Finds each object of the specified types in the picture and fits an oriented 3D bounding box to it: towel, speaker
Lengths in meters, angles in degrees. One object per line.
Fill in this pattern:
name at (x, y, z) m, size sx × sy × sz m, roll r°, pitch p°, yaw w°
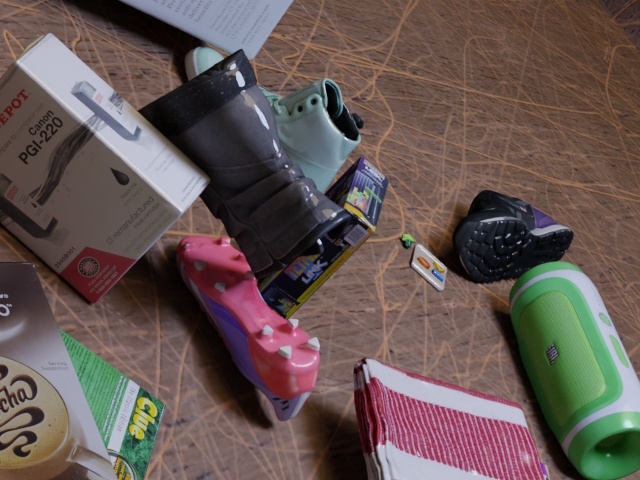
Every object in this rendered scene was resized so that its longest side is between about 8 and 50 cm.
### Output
towel at (0.154, 0.276, 1.763) m, size 0.237 × 0.037 × 0.329 m, roll 19°, pitch 41°, yaw -28°
speaker at (0.342, 0.168, 2.247) m, size 0.131 × 0.131 × 0.296 m, roll 26°, pitch 32°, yaw -36°

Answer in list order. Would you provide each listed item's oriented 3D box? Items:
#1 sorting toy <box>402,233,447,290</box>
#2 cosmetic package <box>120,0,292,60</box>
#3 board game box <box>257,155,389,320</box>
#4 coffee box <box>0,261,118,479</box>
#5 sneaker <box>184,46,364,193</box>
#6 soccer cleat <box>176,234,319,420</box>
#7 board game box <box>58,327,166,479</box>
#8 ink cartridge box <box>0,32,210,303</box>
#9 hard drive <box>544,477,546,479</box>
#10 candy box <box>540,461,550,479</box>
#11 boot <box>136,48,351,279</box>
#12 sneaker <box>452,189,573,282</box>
sorting toy at (0.138, 0.026, 2.277) m, size 0.083 × 0.012 × 0.062 m, roll 42°, pitch 26°, yaw -10°
cosmetic package at (-0.252, -0.411, 2.107) m, size 0.453 × 0.161 × 0.230 m, roll 22°, pitch 21°, yaw -40°
board game box at (0.000, 0.000, 1.927) m, size 0.048 × 0.170 × 0.141 m, roll 39°, pitch 26°, yaw -12°
coffee box at (-0.269, 0.163, 1.308) m, size 0.168 × 0.119 × 0.297 m, roll 0°, pitch 50°, yaw -37°
sneaker at (-0.051, -0.178, 2.129) m, size 0.256 × 0.151 × 0.094 m, roll 51°, pitch 28°, yaw 12°
soccer cleat at (-0.086, 0.086, 1.800) m, size 0.083 × 0.095 × 0.248 m, roll -10°, pitch 40°, yaw -36°
board game box at (-0.216, 0.189, 1.494) m, size 0.136 × 0.030 × 0.259 m, roll 37°, pitch 27°, yaw -14°
ink cartridge box at (-0.245, -0.070, 1.673) m, size 0.218 × 0.158 × 0.092 m, roll 43°, pitch 29°, yaw -6°
hard drive at (0.175, 0.352, 1.765) m, size 0.307 × 0.040 × 0.203 m, roll -8°, pitch 58°, yaw -47°
candy box at (0.189, 0.275, 1.949) m, size 0.187 × 0.053 × 0.109 m, roll 30°, pitch 32°, yaw -27°
boot at (-0.111, -0.054, 1.783) m, size 0.118 × 0.338 × 0.222 m, roll -35°, pitch 98°, yaw -21°
sneaker at (0.241, -0.015, 2.424) m, size 0.124 × 0.107 × 0.283 m, roll 42°, pitch 18°, yaw 27°
